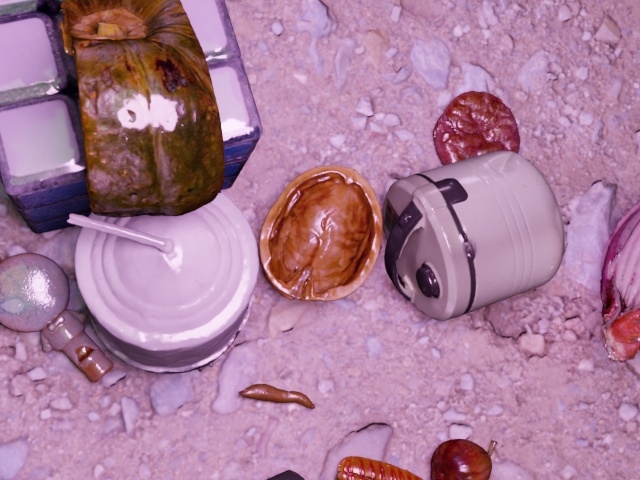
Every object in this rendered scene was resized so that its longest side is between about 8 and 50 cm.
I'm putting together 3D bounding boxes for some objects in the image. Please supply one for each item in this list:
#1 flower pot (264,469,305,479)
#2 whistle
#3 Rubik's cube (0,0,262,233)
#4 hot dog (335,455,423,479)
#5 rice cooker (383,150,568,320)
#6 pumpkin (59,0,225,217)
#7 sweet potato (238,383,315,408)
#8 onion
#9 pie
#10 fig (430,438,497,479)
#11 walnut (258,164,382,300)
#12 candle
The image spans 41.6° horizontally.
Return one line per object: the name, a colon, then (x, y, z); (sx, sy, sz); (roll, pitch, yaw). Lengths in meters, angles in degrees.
flower pot: (-0.053, 0.380, 1.114); (0.107, 0.157, 0.157); (-28, 88, -27)
whistle: (-0.364, 0.101, 1.133); (0.107, 0.057, 0.220); (-44, 97, -16)
Rubik's cube: (-0.271, -0.201, 1.073); (0.301, 0.305, 0.303); (-14, 83, -15)
hot dog: (0.091, 0.350, 1.203); (0.144, 0.038, 0.062); (19, 77, -10)
rice cooker: (0.204, -0.007, 1.202); (0.244, 0.226, 0.226); (-20, 86, -17)
pumpkin: (-0.192, -0.146, 0.889); (0.139, 0.190, 0.280); (-9, 41, -13)
sweet potato: (-0.061, 0.220, 1.198); (0.115, 0.026, 0.026); (11, 79, -16)
onion: (0.517, 0.080, 1.284); (0.349, 0.159, 0.267); (-28, 76, -17)
pie: (0.248, -0.161, 1.325); (0.154, 0.036, 0.154); (2, 79, -12)
fig: (0.220, 0.328, 1.224); (0.125, 0.089, 0.089); (-5, 82, -37)
walnut: (0.001, -0.001, 1.214); (0.167, 0.087, 0.211); (28, 74, 0)
candle: (-0.185, 0.047, 1.039); (0.221, 0.342, 0.221); (2, 76, -10)
